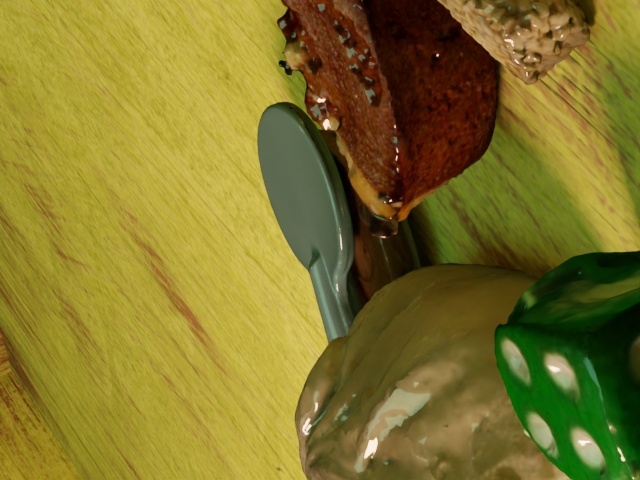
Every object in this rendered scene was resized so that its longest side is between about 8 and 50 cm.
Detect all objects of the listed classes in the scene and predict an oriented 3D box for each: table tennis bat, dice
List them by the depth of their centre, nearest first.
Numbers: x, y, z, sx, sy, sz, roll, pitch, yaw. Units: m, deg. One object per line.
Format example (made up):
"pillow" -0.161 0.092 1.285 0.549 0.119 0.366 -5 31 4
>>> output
"dice" 0.190 0.075 1.074 0.128 0.131 0.120 13 127 64
"table tennis bat" 0.000 0.000 1.477 0.149 0.038 0.237 -6 102 68

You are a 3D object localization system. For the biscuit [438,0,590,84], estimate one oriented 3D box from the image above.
"biscuit" 0.095 -0.172 1.095 0.168 0.070 0.082 54 -171 23

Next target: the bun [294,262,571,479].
"bun" 0.108 0.187 1.308 0.360 0.211 0.360 52 159 30

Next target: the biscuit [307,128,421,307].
"biscuit" 0.035 -0.003 1.502 0.181 0.049 0.208 51 155 34

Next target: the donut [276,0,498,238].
"donut" 0.051 -0.123 1.196 0.186 0.126 0.144 55 152 14
